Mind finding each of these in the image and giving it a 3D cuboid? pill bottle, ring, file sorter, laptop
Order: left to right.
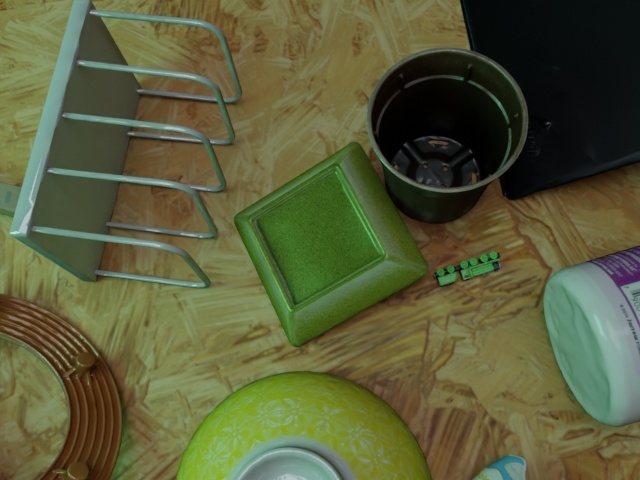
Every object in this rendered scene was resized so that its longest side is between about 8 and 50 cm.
[{"bbox_3d":[-0.367,0.171,0.685,0.336,0.032,0.336,20,37,-15],"label":"ring"},{"bbox_3d":[-0.202,-0.100,0.790,0.173,0.193,0.278,6,73,4],"label":"file sorter"},{"bbox_3d":[0.435,-0.262,0.880,0.408,0.236,0.382,1,71,-25],"label":"laptop"},{"bbox_3d":[0.405,0.071,0.697,0.301,0.169,0.169,-16,72,-1],"label":"pill bottle"}]

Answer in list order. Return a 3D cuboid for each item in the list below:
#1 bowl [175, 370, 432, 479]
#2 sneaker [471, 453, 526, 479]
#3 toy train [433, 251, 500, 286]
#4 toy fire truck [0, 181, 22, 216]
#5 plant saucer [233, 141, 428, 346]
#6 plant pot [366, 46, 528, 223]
[{"bbox_3d":[-0.023,0.267,0.677,0.289,0.156,0.289,-1,72,4],"label":"bowl"},{"bbox_3d":[0.242,0.322,0.674,0.092,0.087,0.229,-41,76,-10],"label":"sneaker"},{"bbox_3d":[0.176,0.035,0.807,0.083,0.017,0.024,-17,82,-1],"label":"toy train"},{"bbox_3d":[-0.512,-0.006,0.823,0.246,0.158,0.217,-15,71,11],"label":"toy fire truck"},{"bbox_3d":[0.000,0.000,0.791,0.188,0.045,0.188,-31,72,12],"label":"plant saucer"},{"bbox_3d":[0.136,-0.104,0.776,0.167,0.165,0.167,-1,73,4],"label":"plant pot"}]
